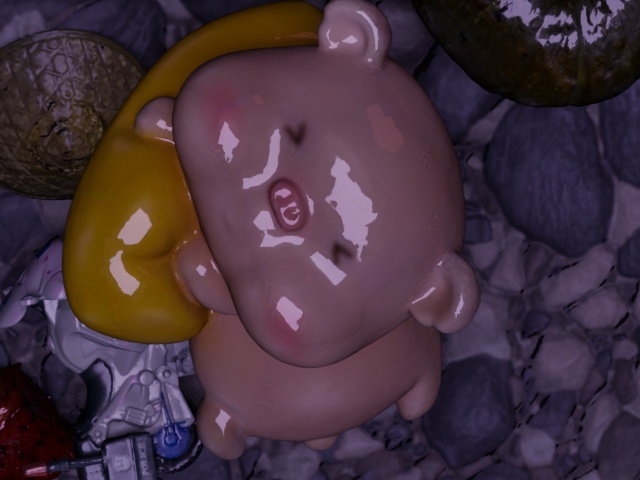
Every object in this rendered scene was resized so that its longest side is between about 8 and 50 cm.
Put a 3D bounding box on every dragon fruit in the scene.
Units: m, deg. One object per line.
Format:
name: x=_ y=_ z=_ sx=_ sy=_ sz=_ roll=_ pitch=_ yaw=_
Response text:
dragon fruit: x=-0.252 y=0.172 z=1.539 sx=0.097 sy=0.063 sz=0.131 roll=44 pitch=99 yaw=-11

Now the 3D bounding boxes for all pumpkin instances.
pumpkin: x=0.166 y=-0.204 z=1.412 sx=0.224 sy=0.157 sz=0.223 roll=0 pitch=93 yaw=-4

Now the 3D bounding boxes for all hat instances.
hat: x=-0.191 y=-0.079 z=1.485 sx=0.146 sy=0.067 sz=0.146 roll=0 pitch=63 yaw=0

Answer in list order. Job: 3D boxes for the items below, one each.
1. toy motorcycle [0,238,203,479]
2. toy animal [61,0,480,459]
toy motorcycle: x=-0.167 y=0.089 z=1.501 sx=0.150 sy=0.102 sz=0.221 roll=-11 pitch=97 yaw=-17
toy animal: x=-0.016 y=0.011 z=1.380 sx=0.278 sy=0.247 sz=0.345 roll=-24 pitch=109 yaw=-34
